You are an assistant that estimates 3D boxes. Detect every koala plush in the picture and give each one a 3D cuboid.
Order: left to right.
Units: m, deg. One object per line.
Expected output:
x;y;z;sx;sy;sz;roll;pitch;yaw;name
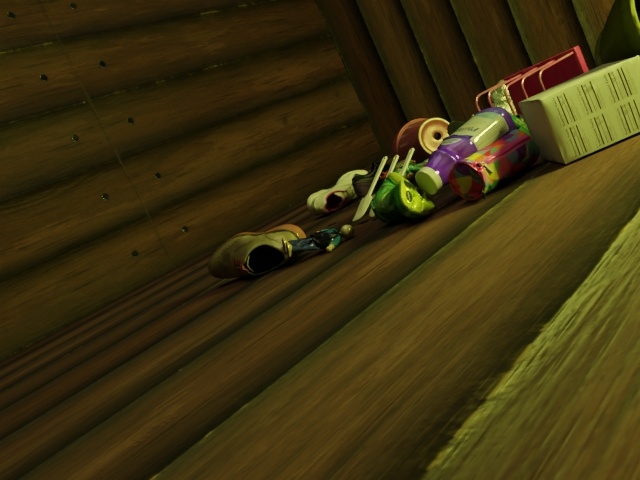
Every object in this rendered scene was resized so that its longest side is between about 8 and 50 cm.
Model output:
0.680;-0.470;2.147;0.196;0.203;0.221;-26;-4;-7;koala plush

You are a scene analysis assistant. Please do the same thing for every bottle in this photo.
0.344;-0.216;1.408;0.283;0.092;0.118;-39;20;-21;bottle

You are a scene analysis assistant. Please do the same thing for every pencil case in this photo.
0.392;-0.171;1.311;0.236;0.104;0.104;-31;10;-33;pencil case

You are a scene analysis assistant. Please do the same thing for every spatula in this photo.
0.192;-0.162;1.700;0.168;0.019;0.242;-11;47;55;spatula

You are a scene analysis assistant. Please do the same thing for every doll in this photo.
0.000;0.000;1.523;0.189;0.046;0.129;-15;24;-14;doll

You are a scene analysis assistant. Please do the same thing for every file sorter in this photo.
0.640;-0.411;1.755;0.182;0.202;0.291;-30;9;-23;file sorter

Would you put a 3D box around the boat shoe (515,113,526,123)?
0.471;-0.254;1.619;0.335;0.095;0.112;-30;9;-31;boat shoe

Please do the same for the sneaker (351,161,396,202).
0.251;-0.246;2.136;0.283;0.124;0.107;-26;8;-6;sneaker

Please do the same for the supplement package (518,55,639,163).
0.570;-0.277;1.259;0.203;0.149;0.194;-24;8;10;supplement package

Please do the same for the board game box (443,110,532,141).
0.453;-0.249;1.517;0.211;0.039;0.160;-28;50;-14;board game box

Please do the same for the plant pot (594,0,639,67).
0.801;-0.478;1.311;0.366;0.366;0.353;-25;-3;2;plant pot

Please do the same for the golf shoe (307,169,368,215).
0.097;-0.190;2.380;0.306;0.115;0.140;-34;21;-18;golf shoe

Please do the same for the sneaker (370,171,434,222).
0.197;-0.088;1.450;0.123;0.109;0.295;-52;9;9;sneaker

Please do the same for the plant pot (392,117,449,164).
0.360;-0.323;1.955;0.201;0.201;0.180;-27;-1;-10;plant pot

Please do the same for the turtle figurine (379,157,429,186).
0.278;-0.196;1.797;0.175;0.118;0.234;-19;4;36;turtle figurine

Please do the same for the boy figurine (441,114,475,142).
0.436;-0.289;1.760;0.092;0.177;0.285;22;8;17;boy figurine

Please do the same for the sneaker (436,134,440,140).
0.471;-0.358;2.189;0.109;0.130;0.286;-17;12;34;sneaker

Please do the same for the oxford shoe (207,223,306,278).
-0.208;0.046;1.659;0.348;0.123;0.130;-21;14;32;oxford shoe
